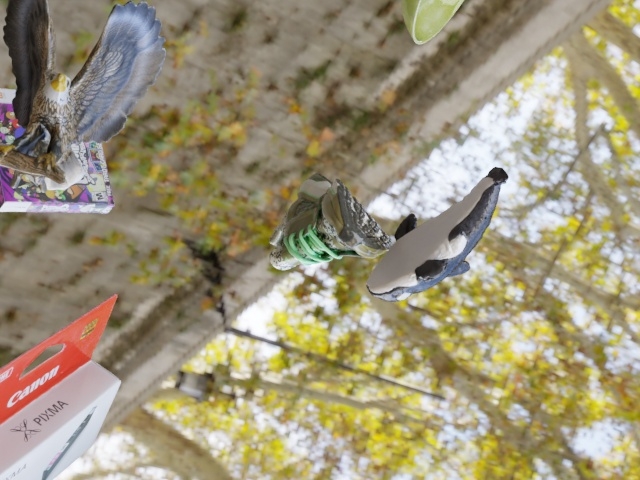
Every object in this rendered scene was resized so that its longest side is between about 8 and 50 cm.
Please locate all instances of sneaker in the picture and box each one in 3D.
[{"bbox_3d":[0.000,0.000,1.969,0.182,0.158,0.410,-43,-170,-3],"label":"sneaker"}]

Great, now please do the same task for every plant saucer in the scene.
[{"bbox_3d":[0.147,-0.320,1.168,0.037,0.241,0.241,32,-78,12],"label":"plant saucer"}]

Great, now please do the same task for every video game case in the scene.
[{"bbox_3d":[-0.488,-0.159,1.999,0.042,0.210,0.232,-37,-119,46],"label":"video game case"}]

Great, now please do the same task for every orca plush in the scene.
[{"bbox_3d":[0.207,0.005,1.814,0.287,0.102,0.151,-51,-143,-6],"label":"orca plush"}]

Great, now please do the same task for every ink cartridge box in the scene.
[{"bbox_3d":[-0.333,0.214,1.333,0.060,0.275,0.239,35,-59,10],"label":"ink cartridge box"}]

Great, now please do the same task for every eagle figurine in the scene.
[{"bbox_3d":[-0.381,-0.226,1.652,0.225,0.226,0.298,-2,-118,42],"label":"eagle figurine"}]
